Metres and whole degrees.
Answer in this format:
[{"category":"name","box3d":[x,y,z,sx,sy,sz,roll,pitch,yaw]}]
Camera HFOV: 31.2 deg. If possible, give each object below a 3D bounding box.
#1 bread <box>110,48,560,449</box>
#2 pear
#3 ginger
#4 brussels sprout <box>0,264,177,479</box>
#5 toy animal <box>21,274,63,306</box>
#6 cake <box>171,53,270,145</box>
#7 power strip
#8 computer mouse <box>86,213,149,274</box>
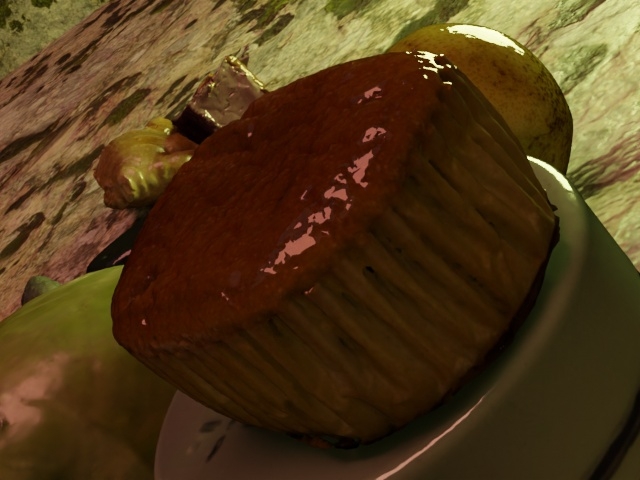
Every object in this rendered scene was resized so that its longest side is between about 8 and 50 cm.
[{"category":"bread","box3d":[0.000,0.000,0.666,0.253,0.142,0.227,1,53,54]},{"category":"pear","box3d":[0.110,-0.088,0.967,0.197,0.197,0.197,-32,26,18]},{"category":"ginger","box3d":[-0.251,-0.109,1.629,0.157,0.102,0.216,-37,24,-7]},{"category":"brussels sprout","box3d":[-0.195,0.167,0.941,0.328,0.247,0.328,-42,9,8]},{"category":"toy animal","box3d":[-0.327,0.117,1.426,0.253,0.070,0.079,55,130,53]},{"category":"cake","box3d":[-0.152,-0.199,1.649,0.116,0.112,0.295,-43,19,-10]},{"category":"power strip","box3d":[0.071,0.100,0.762,0.357,0.161,0.357,-33,24,17]},{"category":"computer mouse","box3d":[-0.147,-0.009,1.337,0.270,0.086,0.138,-41,18,-22]}]
